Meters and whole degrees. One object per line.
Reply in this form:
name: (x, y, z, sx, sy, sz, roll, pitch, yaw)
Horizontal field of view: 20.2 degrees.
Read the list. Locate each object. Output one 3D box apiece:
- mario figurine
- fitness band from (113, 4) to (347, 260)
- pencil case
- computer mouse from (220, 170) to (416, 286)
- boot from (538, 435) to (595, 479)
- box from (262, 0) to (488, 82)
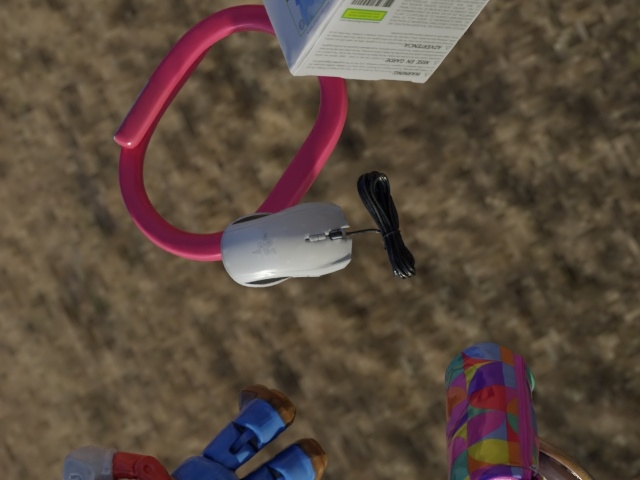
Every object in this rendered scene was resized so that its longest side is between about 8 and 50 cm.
mario figurine: (-0.159, 0.291, 1.954, 0.198, 0.320, 0.170, 41, 150, 29)
fitness band: (-0.098, -0.116, 1.959, 0.209, 0.291, 0.054, 33, 177, 6)
pencil case: (0.178, 0.203, 1.811, 0.236, 0.104, 0.104, -92, -9, -56)
computer mouse: (0.000, 0.000, 1.646, 0.042, 0.193, 0.106, -13, 90, 59)
boot: (0.243, 0.367, 2.083, 0.090, 0.207, 0.248, 23, 151, 45)
box: (0.017, -0.217, 1.197, 0.103, 0.114, 0.203, -52, 49, 43)
